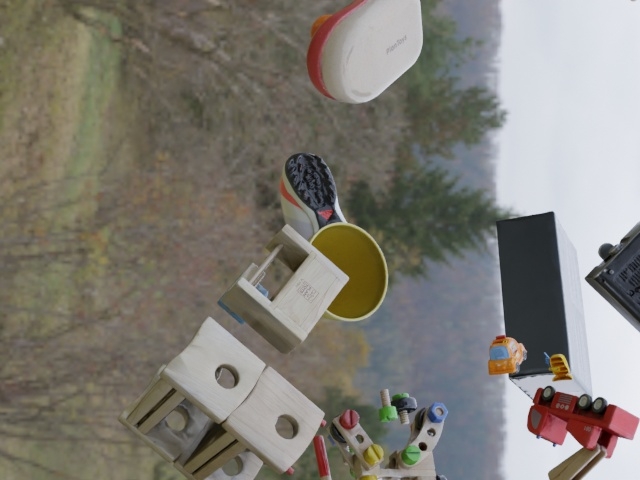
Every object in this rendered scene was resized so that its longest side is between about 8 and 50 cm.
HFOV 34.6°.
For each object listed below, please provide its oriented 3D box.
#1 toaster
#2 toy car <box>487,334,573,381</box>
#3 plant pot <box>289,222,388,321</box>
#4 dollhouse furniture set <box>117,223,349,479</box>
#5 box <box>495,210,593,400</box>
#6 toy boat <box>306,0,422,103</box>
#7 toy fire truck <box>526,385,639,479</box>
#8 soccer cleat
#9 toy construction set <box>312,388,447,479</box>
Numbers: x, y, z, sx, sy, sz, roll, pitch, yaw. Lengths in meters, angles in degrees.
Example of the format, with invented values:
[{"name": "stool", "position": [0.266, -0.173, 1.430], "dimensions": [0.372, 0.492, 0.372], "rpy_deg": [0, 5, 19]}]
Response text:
[{"name": "toaster", "position": [0.433, 0.041, 1.213], "dimensions": [0.168, 0.186, 0.110], "rpy_deg": [-47, 179, 2]}, {"name": "toy car", "position": [0.238, 0.126, 1.154], "dimensions": [0.060, 0.122, 0.040], "rpy_deg": [-30, 106, -40]}, {"name": "plant pot", "position": [0.011, 0.051, 1.408], "dimensions": [0.095, 0.134, 0.134], "rpy_deg": [-21, -115, 55]}, {"name": "dollhouse furniture set", "position": [-0.054, 0.111, 0.889], "dimensions": [0.183, 0.129, 0.129], "rpy_deg": [-52, -176, -38]}, {"name": "box", "position": [0.358, 0.111, 1.640], "dimensions": [0.184, 0.103, 0.261], "rpy_deg": [44, 41, -59]}, {"name": "toy boat", "position": [0.049, -0.315, 1.605], "dimensions": [0.231, 0.151, 0.151], "rpy_deg": [-43, 138, -39]}, {"name": "toy fire truck", "position": [0.299, 0.246, 1.172], "dimensions": [0.192, 0.047, 0.135], "rpy_deg": [3, -114, 61]}, {"name": "soccer cleat", "position": [0.000, 0.000, 1.811], "dimensions": [0.116, 0.109, 0.318], "rpy_deg": [113, -38, -56]}, {"name": "toy construction set", "position": [0.125, 0.472, 2.093], "dimensions": [0.257, 0.309, 0.237], "rpy_deg": [15, 55, -44]}]
